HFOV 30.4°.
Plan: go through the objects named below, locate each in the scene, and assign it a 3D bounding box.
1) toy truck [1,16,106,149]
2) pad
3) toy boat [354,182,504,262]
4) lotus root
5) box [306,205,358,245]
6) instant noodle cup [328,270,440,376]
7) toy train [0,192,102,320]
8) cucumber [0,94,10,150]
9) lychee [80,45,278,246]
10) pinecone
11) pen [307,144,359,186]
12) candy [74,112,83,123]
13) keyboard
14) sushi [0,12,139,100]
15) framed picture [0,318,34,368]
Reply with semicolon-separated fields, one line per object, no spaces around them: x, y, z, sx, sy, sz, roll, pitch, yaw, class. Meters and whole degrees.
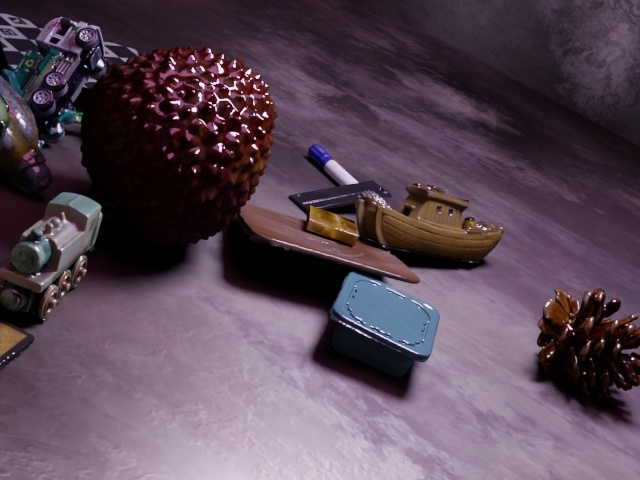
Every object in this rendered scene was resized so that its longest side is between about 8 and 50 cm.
-0.446;-0.266;1.925;0.116;0.110;0.216;22;65;10;toy truck
0.000;0.000;1.902;0.286;0.018;0.284;15;9;-16;pad
0.201;-0.036;2.097;0.321;0.121;0.089;9;6;-36;toy boat
-0.524;-0.194;1.779;0.322;0.140;0.158;33;25;16;lotus root
0.019;-0.026;1.979;0.089;0.022;0.156;18;9;-2;box
0.088;0.129;1.728;0.157;0.070;0.179;25;23;2;instant noodle cup
-0.348;0.018;1.506;0.080;0.125;0.194;21;23;4;toy train
-0.493;-0.153;1.654;0.115;0.193;0.086;25;15;4;cucumber
-0.214;-0.142;1.746;0.330;0.306;0.306;-36;53;-18;lychee
0.433;0.162;1.870;0.195;0.150;0.179;42;29;20;pinecone
0.058;-0.106;2.247;0.033;0.033;0.269;1;31;-40;pen
-0.437;-0.211;1.993;0.323;0.097;0.097;5;28;-19;candy
0.038;-0.081;2.158;0.198;0.010;0.063;-12;38;-35;keyboard
-0.467;-0.318;2.191;0.292;0.059;0.294;12;26;-25;sushi
-0.530;0.087;1.331;0.338;0.014;0.255;26;24;7;framed picture
